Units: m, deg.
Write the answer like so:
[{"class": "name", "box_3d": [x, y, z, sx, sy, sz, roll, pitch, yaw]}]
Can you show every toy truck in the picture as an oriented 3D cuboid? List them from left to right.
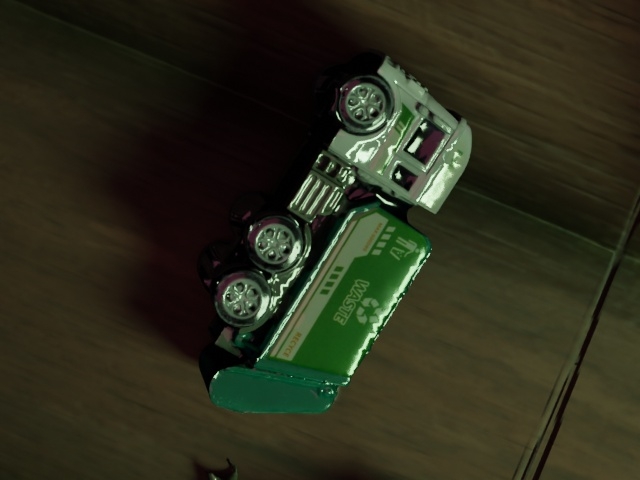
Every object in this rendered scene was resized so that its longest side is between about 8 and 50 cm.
[{"class": "toy truck", "box_3d": [0.000, 0.000, 1.100, 0.124, 0.114, 0.253, 33, 93, -14]}]

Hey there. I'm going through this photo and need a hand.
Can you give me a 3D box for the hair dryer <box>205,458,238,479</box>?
[{"class": "hair dryer", "box_3d": [-0.060, 0.331, 1.124, 0.173, 0.107, 0.357, 5, 81, -20]}]
